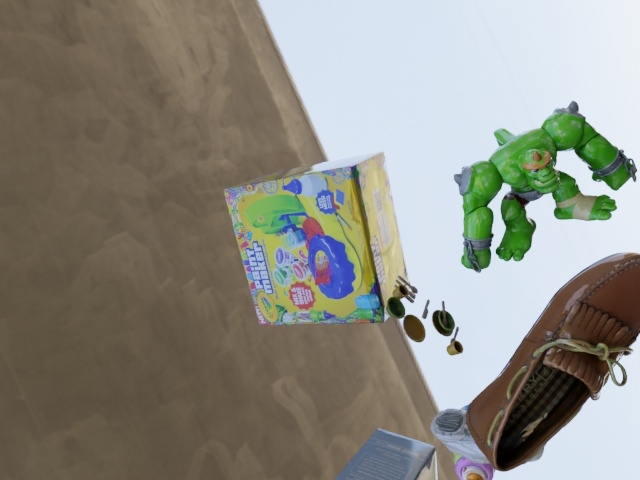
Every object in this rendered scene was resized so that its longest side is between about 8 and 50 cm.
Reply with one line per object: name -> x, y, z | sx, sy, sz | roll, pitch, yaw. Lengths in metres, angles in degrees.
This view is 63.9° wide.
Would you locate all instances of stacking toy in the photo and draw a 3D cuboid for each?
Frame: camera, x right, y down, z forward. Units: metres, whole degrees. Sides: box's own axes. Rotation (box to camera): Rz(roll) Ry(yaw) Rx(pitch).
stacking toy -> 0.440, 0.632, 1.458 | 0.165, 0.175, 0.302 | 37, -149, 0

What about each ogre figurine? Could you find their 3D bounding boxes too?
ogre figurine -> 0.221, -0.057, 0.537 | 0.118, 0.196, 0.097 | 54, -152, -24

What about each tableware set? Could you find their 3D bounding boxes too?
tableware set -> 0.172, 0.127, 0.829 | 0.154, 0.024, 0.104 | 42, -137, -8

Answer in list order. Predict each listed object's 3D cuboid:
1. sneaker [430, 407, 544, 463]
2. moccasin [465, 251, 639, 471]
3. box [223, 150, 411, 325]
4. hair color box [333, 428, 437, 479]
sneaker -> 0.351, 0.415, 1.058 | 0.090, 0.232, 0.115 | -50, -60, -34
moccasin -> 0.365, 0.181, 0.759 | 0.139, 0.380, 0.147 | 41, -171, -8
box -> 0.000, 0.000, 1.023 | 0.177, 0.278, 0.290 | -34, -66, -58
hair color box -> 0.042, 0.457, 0.711 | 0.374, 0.113, 0.186 | -27, -64, -51
